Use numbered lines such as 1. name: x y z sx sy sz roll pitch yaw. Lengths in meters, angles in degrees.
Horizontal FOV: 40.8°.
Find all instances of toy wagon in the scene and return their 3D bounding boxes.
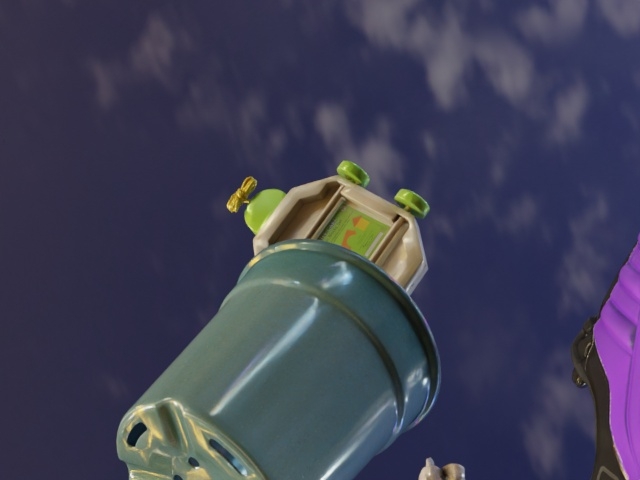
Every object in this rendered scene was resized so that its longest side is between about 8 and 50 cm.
1. toy wagon: 0.000 0.000 1.370 0.267 0.344 0.068 -54 -30 -12

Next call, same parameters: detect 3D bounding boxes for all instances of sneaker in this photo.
1. sneaker: 0.196 0.027 0.465 0.102 0.146 0.293 28 -126 -4

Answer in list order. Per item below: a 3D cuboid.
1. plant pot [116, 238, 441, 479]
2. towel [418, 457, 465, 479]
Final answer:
1. plant pot: -0.066 0.222 1.136 0.334 0.341 0.341 -41 -68 -47
2. towel: 0.101 0.355 0.779 0.049 0.187 0.282 2 -121 4
